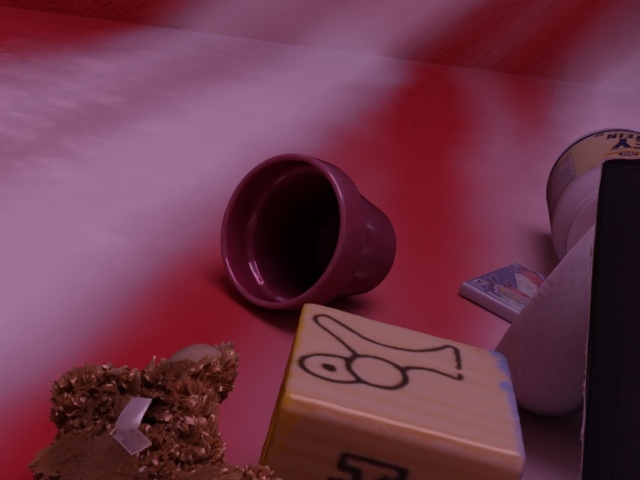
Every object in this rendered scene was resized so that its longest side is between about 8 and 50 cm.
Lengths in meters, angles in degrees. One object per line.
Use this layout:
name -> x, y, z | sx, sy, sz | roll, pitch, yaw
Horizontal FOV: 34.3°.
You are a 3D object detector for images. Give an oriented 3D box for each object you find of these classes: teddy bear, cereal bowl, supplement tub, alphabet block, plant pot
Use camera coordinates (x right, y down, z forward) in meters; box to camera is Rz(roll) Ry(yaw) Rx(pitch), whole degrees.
teddy bear -> -0.147, 0.205, 0.783 | 0.245, 0.113, 0.338 | -19, 33, -4
cereal bowl -> 0.352, 0.081, 1.214 | 0.141, 0.339, 0.339 | 41, 30, 19
supplement tub -> 0.499, -0.042, 1.718 | 0.235, 0.235, 0.325 | 17, 22, 3
alphabet block -> 0.049, 0.193, 0.902 | 0.197, 0.193, 0.192 | 15, 20, 0
plant pot -> 0.000, 0.000, 1.368 | 0.201, 0.201, 0.180 | 32, 11, 36

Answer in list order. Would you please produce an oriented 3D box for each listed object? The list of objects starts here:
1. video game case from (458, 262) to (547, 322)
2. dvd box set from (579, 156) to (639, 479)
video game case -> 0.336, 0.098, 1.556 | 0.201, 0.023, 0.183 | 29, 25, 30
dvd box set -> 0.369, 0.088, 1.006 | 0.062, 0.307, 0.420 | 4, 1, 37
